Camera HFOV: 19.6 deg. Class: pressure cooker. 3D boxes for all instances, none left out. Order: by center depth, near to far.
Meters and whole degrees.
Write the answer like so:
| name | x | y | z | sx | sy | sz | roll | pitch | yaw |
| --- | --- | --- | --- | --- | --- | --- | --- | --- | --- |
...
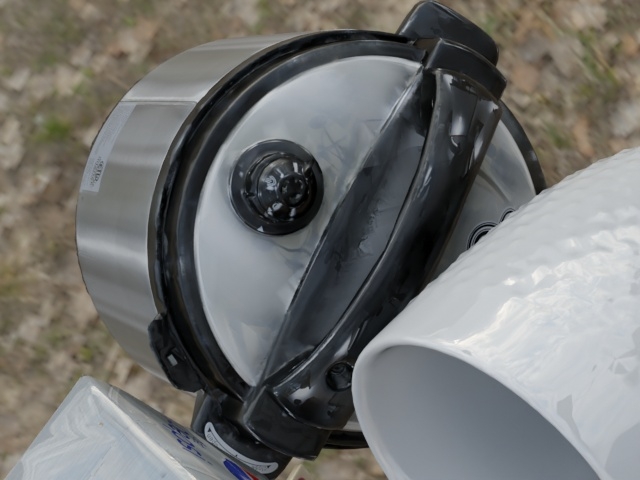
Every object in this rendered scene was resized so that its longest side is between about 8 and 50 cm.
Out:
| name | x | y | z | sx | sy | sz | roll | pitch | yaw |
| --- | --- | --- | --- | --- | --- | --- | --- | --- | --- |
| pressure cooker | -0.006 | -0.001 | 1.643 | 0.420 | 0.375 | 0.370 | -171 | 67 | -68 |

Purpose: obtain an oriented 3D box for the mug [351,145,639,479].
| name | x | y | z | sx | sy | sz | roll | pitch | yaw |
| --- | --- | --- | --- | --- | --- | --- | --- | --- | --- |
| mug | 0.259 | 0.081 | 1.344 | 0.328 | 0.276 | 0.374 | -41 | 21 | -27 |

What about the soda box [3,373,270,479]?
| name | x | y | z | sx | sy | sz | roll | pitch | yaw |
| --- | --- | --- | --- | --- | --- | --- | --- | --- | --- |
| soda box | -0.097 | 0.185 | 0.495 | 0.098 | 0.091 | 0.286 | 35 | 88 | 44 |

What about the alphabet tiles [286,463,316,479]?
| name | x | y | z | sx | sy | sz | roll | pitch | yaw |
| --- | --- | --- | --- | --- | --- | --- | --- | --- | --- |
| alphabet tiles | -0.032 | 0.271 | 1.190 | 0.009 | 0.198 | 0.237 | -13 | 35 | 46 |
